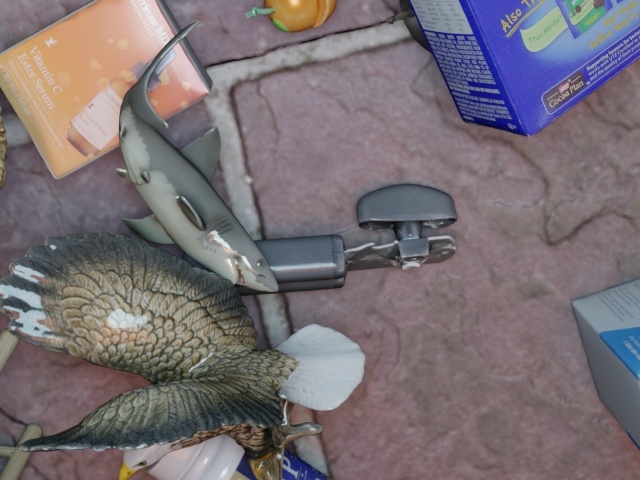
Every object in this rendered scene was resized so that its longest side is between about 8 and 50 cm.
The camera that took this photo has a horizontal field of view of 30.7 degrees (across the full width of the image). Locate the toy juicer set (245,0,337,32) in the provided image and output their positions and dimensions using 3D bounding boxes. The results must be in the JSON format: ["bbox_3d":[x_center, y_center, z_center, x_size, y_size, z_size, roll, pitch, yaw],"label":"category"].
[{"bbox_3d":[-0.001,-0.348,1.086,0.209,0.089,0.329,26,100,-10],"label":"toy juicer set"}]

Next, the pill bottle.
[{"bbox_3d":[-0.083,0.255,1.221,0.186,0.112,0.112,34,99,-12],"label":"pill bottle"}]

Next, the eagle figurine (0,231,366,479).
[{"bbox_3d":[-0.128,0.131,1.052,0.298,0.226,0.225,41,64,-43],"label":"eagle figurine"}]

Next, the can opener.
[{"bbox_3d":[0.000,0.000,1.197,0.283,0.076,0.095,-4,72,-3],"label":"can opener"}]

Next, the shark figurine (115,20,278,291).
[{"bbox_3d":[-0.129,-0.083,1.086,0.116,0.166,0.278,-51,139,-28],"label":"shark figurine"}]

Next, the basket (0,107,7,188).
[{"bbox_3d":[-0.410,-0.049,1.039,0.213,0.299,0.223,8,141,-30],"label":"basket"}]

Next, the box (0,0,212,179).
[{"bbox_3d":[-0.208,-0.160,1.118,0.170,0.091,0.130,-29,104,4],"label":"box"}]

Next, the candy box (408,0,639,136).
[{"bbox_3d":[0.191,-0.299,1.036,0.268,0.122,0.317,-35,115,-17],"label":"candy box"}]

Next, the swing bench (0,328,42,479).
[{"bbox_3d":[-0.367,0.239,1.074,0.165,0.253,0.255,7,59,-5],"label":"swing bench"}]

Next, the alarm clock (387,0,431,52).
[{"bbox_3d":[0.156,-0.235,1.134,0.192,0.064,0.129,16,94,-24],"label":"alarm clock"}]

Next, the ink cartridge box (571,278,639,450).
[{"bbox_3d":[0.439,0.099,1.161,0.307,0.223,0.129,-19,105,1],"label":"ink cartridge box"}]
